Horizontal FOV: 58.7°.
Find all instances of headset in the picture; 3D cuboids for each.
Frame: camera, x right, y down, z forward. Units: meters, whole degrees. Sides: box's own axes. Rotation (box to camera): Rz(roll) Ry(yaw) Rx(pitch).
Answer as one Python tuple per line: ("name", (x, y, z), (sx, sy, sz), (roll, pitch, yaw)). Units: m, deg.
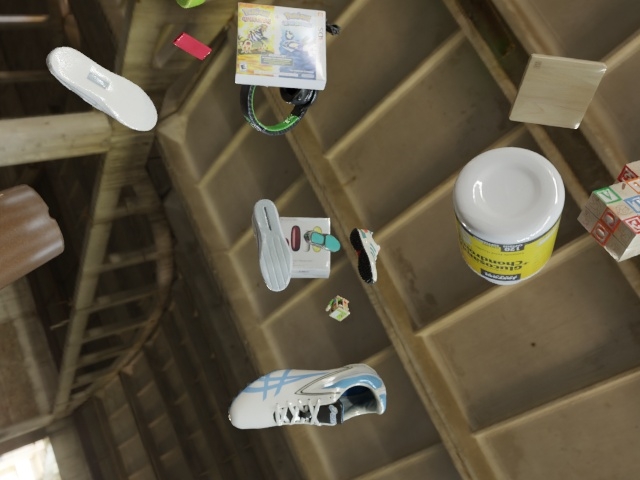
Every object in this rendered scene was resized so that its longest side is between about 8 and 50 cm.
("headset", (-0.086, -0.512, 1.784), (0.185, 0.243, 0.393), (30, -89, 41))

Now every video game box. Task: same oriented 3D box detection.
("video game box", (-0.089, -0.444, 1.303), (0.048, 0.205, 0.186), (120, -30, -70))

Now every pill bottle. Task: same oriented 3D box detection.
("pill bottle", (0.200, -0.014, 0.615), (0.103, 0.103, 0.184), (55, 1, 28))

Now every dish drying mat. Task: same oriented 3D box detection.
("dish drying mat", (-0.255, -0.387, 1.135), (0.032, 0.083, 0.008), (-38, -112, 20))

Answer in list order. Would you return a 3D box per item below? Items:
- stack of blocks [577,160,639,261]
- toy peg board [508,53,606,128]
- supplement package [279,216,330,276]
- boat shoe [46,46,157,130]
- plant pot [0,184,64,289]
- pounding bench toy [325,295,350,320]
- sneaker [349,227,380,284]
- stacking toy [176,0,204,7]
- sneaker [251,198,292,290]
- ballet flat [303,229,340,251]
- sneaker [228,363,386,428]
("stack of blocks", (0.705, -0.082, 1.211), (0.087, 0.298, 0.171), (93, -26, -49))
("toy peg board", (0.528, -0.352, 1.293), (0.079, 0.162, 0.160), (-81, 178, -45))
("supplement package", (-0.062, 0.029, 2.143), (0.149, 0.195, 0.202), (101, -11, -75))
("boat shoe", (-0.350, -0.238, 0.911), (0.063, 0.184, 0.066), (19, -95, 51))
("plant pot", (-0.502, 0.003, 0.873), (0.167, 0.165, 0.166), (28, -46, 32))
("pounding bench toy", (0.052, 0.226, 1.968), (0.052, 0.083, 0.065), (-43, -148, 30))
("sneaker", (0.135, 0.039, 1.524), (0.057, 0.076, 0.161), (-45, -126, 47))
("stacking toy", (-0.142, -0.485, 0.795), (0.280, 0.131, 0.308), (9, -65, 63))
("sneaker", (-0.135, 0.014, 1.590), (0.091, 0.094, 0.257), (141, -59, -78))
("ballet flat", (0.000, 0.000, 1.348), (0.041, 0.114, 0.041), (-13, -112, 36))
("sneaker", (-0.017, 0.238, 0.842), (0.086, 0.238, 0.085), (-122, -154, -64))
